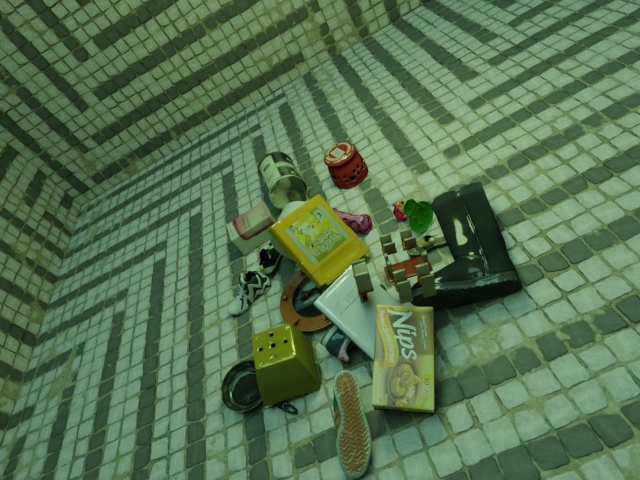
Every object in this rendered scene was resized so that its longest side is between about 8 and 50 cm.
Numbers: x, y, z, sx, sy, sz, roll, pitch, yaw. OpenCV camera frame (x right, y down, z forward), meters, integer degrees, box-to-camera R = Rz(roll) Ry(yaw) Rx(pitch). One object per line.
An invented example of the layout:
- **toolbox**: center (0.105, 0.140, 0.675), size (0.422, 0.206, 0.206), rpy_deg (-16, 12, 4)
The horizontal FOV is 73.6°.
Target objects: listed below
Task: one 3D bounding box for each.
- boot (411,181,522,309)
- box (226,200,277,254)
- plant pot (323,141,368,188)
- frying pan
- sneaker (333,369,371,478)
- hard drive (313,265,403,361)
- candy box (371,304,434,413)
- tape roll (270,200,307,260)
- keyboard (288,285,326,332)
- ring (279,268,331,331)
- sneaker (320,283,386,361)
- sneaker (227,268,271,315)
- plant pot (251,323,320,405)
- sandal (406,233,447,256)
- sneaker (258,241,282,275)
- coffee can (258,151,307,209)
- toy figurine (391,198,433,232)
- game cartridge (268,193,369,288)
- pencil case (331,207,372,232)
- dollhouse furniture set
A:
- **boot**: center (0.469, 0.009, 1.542), size (0.366, 0.146, 0.445), rpy_deg (-10, 53, 8)
- **box**: center (-0.338, -0.063, 2.168), size (0.232, 0.127, 0.149), rpy_deg (-33, 42, 2)
- **plant pot**: center (0.124, -0.383, 2.135), size (0.191, 0.174, 0.191), rpy_deg (-17, 44, 16)
- **frying pan**: center (-0.218, 0.541, 1.587), size (0.326, 0.053, 0.197), rpy_deg (-4, 51, 17)
- **sneaker**: center (0.096, 0.566, 1.334), size (0.108, 0.121, 0.302), rpy_deg (-5, 65, 1)
- **hard drive**: center (0.162, 0.256, 1.491), size (0.318, 0.040, 0.210), rpy_deg (41, 72, 19)
- **candy box**: center (0.261, 0.365, 1.342), size (0.182, 0.088, 0.317), rpy_deg (1, 60, 12)
- **tape roll**: center (-0.079, -0.032, 1.884), size (0.246, 0.246, 0.169), rpy_deg (1, 52, 33)
- **keyboard**: center (0.015, 0.245, 1.727), size (0.317, 0.033, 0.202), rpy_deg (-27, 43, 7)
- **ring**: center (-0.022, 0.211, 1.735), size (0.336, 0.032, 0.337), rpy_deg (-17, 46, 18)
- **sneaker**: center (0.152, 0.301, 1.553), size (0.319, 0.112, 0.131), rpy_deg (-44, 66, -13)
- **sneaker**: center (-0.344, 0.216, 1.892), size (0.235, 0.153, 0.094), rpy_deg (-36, 40, -1)
- **plant pot**: center (-0.140, 0.419, 1.516), size (0.212, 0.187, 0.212), rpy_deg (-18, 42, 0)
- **sandal**: center (0.420, 0.006, 1.670), size (0.180, 0.049, 0.072), rpy_deg (-21, 45, 14)
- **sneaker**: center (-0.234, 0.060, 1.999), size (0.084, 0.097, 0.235), rpy_deg (-16, 38, 19)
- **coffee can**: center (-0.205, -0.319, 2.264), size (0.201, 0.201, 0.275), rpy_deg (-31, 42, 4)
- **toy figurine**: center (0.351, -0.121, 1.770), size (0.130, 0.173, 0.159), rpy_deg (-61, 32, -3)
- **game cartridge**: center (0.000, 0.000, 1.724), size (0.285, 0.053, 0.324), rpy_deg (-38, 81, -31)
- **pencil case**: center (0.126, -0.094, 1.918), size (0.209, 0.098, 0.095), rpy_deg (13, 60, 39)
- **dollhouse furniture set**: center (0.241, 0.109, 1.436), size (0.259, 0.135, 0.262), rpy_deg (-15, 35, 3)
